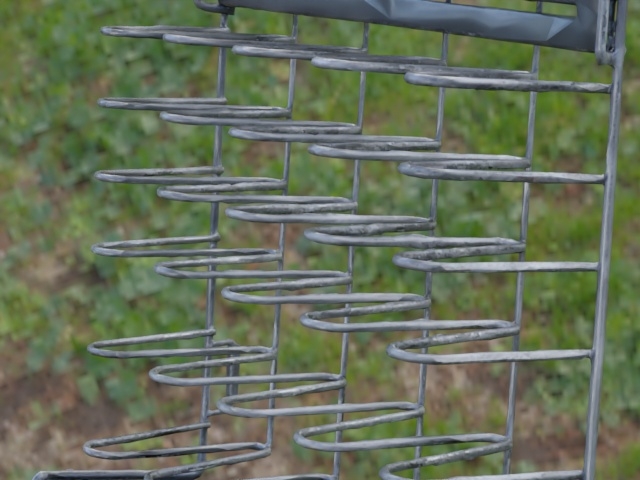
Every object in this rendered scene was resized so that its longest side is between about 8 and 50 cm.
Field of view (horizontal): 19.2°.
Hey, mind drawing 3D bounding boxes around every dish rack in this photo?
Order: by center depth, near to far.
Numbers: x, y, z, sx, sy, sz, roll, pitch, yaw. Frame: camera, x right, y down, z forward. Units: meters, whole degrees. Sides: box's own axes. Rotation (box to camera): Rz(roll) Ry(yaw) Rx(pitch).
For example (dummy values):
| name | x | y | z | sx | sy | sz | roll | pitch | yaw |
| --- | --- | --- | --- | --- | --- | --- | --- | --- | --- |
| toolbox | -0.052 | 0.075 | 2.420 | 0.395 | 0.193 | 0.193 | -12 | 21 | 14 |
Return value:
| name | x | y | z | sx | sy | sz | roll | pitch | yaw |
| --- | --- | --- | --- | --- | --- | --- | --- | --- | --- |
| dish rack | 0.000 | 0.000 | 0.529 | 0.074 | 0.271 | 0.208 | -3 | 11 | -37 |
